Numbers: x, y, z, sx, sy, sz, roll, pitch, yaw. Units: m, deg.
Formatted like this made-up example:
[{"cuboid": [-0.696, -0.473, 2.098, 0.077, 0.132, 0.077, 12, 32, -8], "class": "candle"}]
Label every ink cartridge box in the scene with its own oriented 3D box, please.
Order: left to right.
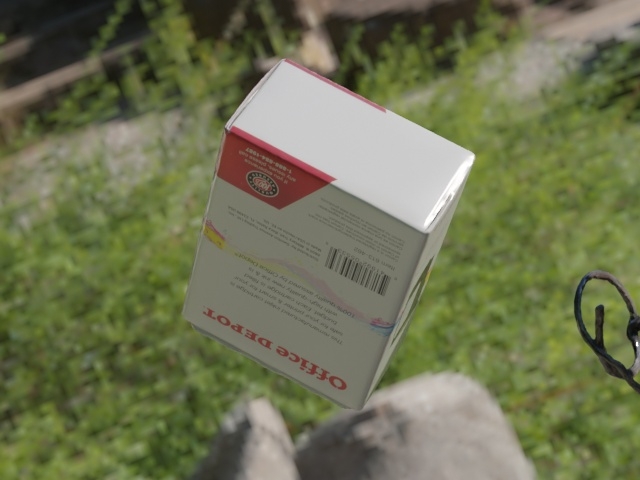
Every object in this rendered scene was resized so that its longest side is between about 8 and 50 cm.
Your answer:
[{"cuboid": [0.000, 0.000, 1.130, 0.072, 0.127, 0.175, -56, -11, -39], "class": "ink cartridge box"}]

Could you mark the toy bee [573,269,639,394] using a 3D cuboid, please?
[{"cuboid": [0.239, 0.162, 0.995, 0.162, 0.298, 0.195, -14, 22, 36], "class": "toy bee"}]
